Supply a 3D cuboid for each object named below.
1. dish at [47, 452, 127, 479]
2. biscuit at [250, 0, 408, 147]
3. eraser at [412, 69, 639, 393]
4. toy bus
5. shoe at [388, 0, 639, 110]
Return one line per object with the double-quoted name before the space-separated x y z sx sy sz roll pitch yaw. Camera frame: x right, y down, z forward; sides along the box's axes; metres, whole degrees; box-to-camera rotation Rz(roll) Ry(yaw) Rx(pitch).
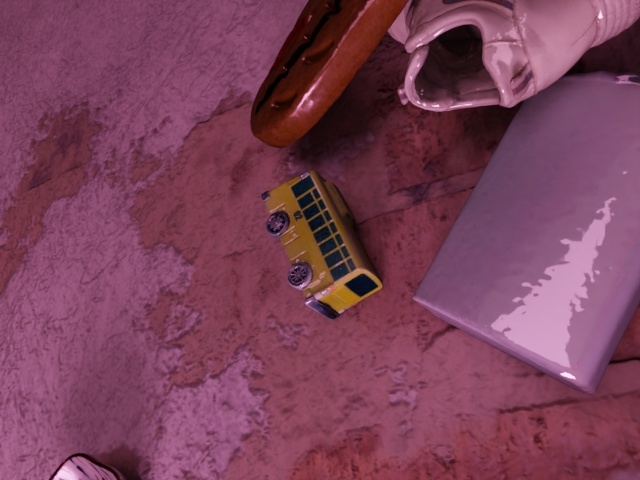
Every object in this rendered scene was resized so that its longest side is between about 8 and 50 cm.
"dish" -0.290 0.370 0.669 0.191 0.066 0.190 -12 65 27
"biscuit" 0.010 -0.302 0.733 0.367 0.063 0.314 -52 28 18
"eraser" 0.241 -0.022 0.526 0.189 0.104 0.289 27 83 38
"toy bus" 0.000 0.000 0.665 0.101 0.088 0.175 -32 59 12
"shoe" 0.152 -0.238 0.606 0.210 0.132 0.342 -43 37 -12
